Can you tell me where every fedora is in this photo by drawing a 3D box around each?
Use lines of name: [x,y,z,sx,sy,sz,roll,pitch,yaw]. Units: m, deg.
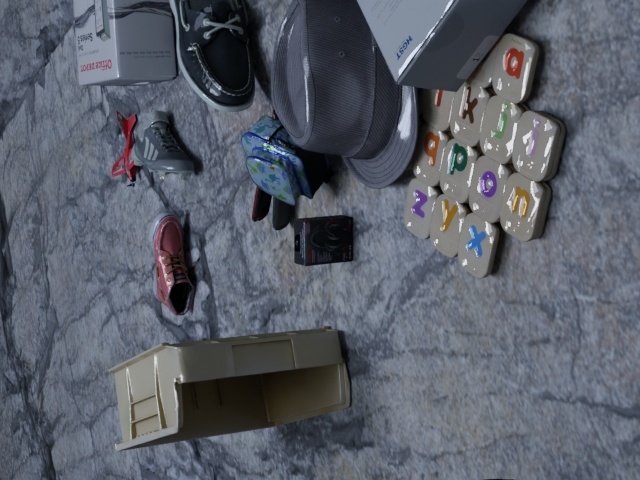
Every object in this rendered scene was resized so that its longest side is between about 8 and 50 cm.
fedora: [0.015,-0.201,1.451,0.244,0.124,0.275,156,111,-66]

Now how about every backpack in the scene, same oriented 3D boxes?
backpack: [-0.055,-0.112,1.594,0.114,0.084,0.105,30,156,29]

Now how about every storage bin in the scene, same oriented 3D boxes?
storage bin: [-0.132,0.209,1.662,0.260,0.262,0.123,-27,69,58]

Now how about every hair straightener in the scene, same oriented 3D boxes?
hair straightener: [-0.038,-0.119,1.678,0.089,0.047,0.230,24,113,27]

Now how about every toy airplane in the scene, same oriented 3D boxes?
toy airplane: [-0.364,-0.173,2.214,0.151,0.028,0.151,13,105,57]

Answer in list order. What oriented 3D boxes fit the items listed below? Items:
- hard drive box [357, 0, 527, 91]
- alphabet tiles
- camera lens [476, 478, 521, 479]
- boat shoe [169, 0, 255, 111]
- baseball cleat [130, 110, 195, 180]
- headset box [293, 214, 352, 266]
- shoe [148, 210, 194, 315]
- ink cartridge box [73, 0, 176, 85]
hard drive box: [0.120,-0.310,1.288,0.181,0.089,0.232,-52,47,42]
alphabet tiles: [0.169,-0.112,1.336,0.284,0.021,0.277,38,127,51]
camera lens: [0.192,0.397,1.188,0.219,0.219,0.274,27,117,55]
boat shoe: [-0.165,-0.331,1.771,0.302,0.114,0.091,66,151,27]
baseball cleat: [-0.277,-0.168,2.030,0.206,0.072,0.109,18,104,53]
headset box: [0.000,0.000,1.577,0.032,0.083,0.062,14,106,58]
shoe: [-0.254,0.042,2.039,0.081,0.064,0.177,39,133,49]
ink cartridge box: [-0.350,-0.413,2.066,0.198,0.115,0.272,5,99,59]
